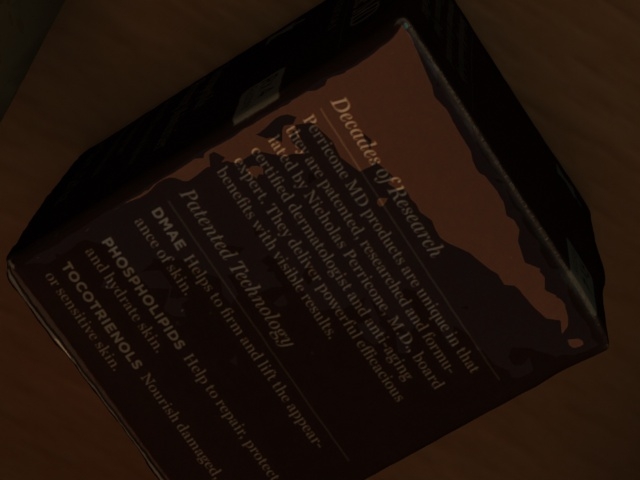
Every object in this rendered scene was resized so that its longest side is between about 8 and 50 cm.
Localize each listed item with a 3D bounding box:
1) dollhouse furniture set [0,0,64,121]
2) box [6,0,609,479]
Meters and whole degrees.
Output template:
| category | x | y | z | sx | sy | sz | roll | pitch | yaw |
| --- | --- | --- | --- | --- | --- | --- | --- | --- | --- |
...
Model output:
| category | x | y | z | sx | sy | sz | roll | pitch | yaw |
| --- | --- | --- | --- | --- | --- | --- | --- | --- | --- |
| dollhouse furniture set | -0.295 | -0.207 | 0.687 | 0.256 | 0.362 | 0.394 | -5 | 130 | 19 |
| box | 0.000 | 0.000 | 0.827 | 0.203 | 0.168 | 0.167 | -31 | 104 | 14 |
